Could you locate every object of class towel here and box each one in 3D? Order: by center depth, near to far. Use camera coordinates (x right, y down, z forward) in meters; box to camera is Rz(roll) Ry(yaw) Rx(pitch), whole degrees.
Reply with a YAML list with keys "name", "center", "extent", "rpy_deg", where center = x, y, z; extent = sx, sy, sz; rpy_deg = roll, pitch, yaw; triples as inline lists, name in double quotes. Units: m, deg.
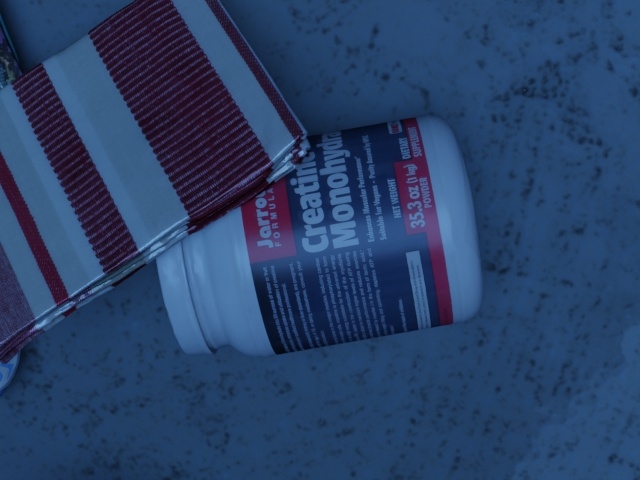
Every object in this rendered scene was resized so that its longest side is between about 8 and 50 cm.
- name: "towel"
  center: [-0.193, -0.072, 1.024]
  extent: [0.329, 0.037, 0.237]
  rpy_deg: [-33, 62, 2]

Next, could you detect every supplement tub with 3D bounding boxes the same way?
- name: "supplement tub"
  center: [0.000, 0.000, 1.069]
  extent: [0.272, 0.191, 0.191]
  rpy_deg: [-10, 96, 3]

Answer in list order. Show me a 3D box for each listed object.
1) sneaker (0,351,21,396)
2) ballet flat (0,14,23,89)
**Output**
- name: "sneaker"
  center: [-0.410, 0.095, 1.146]
  extent: [0.237, 0.085, 0.086]
  rpy_deg: [18, 86, 0]
- name: "ballet flat"
  center: [-0.305, -0.144, 1.114]
  extent: [0.079, 0.077, 0.221]
  rpy_deg: [-31, 96, -24]
